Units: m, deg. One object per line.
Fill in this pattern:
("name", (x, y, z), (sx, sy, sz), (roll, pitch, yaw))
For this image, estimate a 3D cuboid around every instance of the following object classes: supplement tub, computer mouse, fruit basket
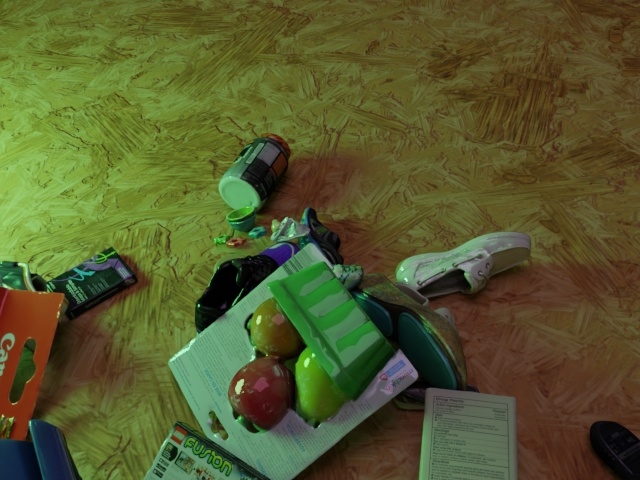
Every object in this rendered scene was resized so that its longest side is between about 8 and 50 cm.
("supplement tub", (-0.150, -0.164, 1.584), (0.116, 0.117, 0.190), (13, 47, 19))
("computer mouse", (0.505, 0.379, 1.023), (0.071, 0.041, 0.242), (-12, 48, -29))
("fruit basket", (-0.058, 0.223, 1.156), (0.353, 0.165, 0.327), (-43, 57, 4))

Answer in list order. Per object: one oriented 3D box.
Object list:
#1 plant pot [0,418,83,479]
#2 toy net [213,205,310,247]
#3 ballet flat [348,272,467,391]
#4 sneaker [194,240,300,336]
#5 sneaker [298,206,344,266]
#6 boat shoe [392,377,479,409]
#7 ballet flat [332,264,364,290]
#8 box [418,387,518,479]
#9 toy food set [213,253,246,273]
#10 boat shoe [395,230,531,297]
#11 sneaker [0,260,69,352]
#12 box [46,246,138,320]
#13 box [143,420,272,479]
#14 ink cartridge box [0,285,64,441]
("plant pot", (-0.442, 0.419, 0.963), (0.212, 0.236, 0.236), (-20, 45, -23))
("toy net", (-0.129, -0.028, 1.443), (0.232, 0.045, 0.122), (4, 29, 40))
("ballet flat", (0.170, 0.147, 1.203), (0.123, 0.123, 0.348), (-29, 33, -21))
("sneaker", (-0.137, 0.078, 1.318), (0.102, 0.146, 0.293), (24, 53, 27))
("sneaker", (0.000, 0.000, 1.450), (0.078, 0.067, 0.188), (1, 39, -23))
("boat shoe", (0.200, 0.265, 1.158), (0.152, 0.049, 0.056), (-3, 45, 3))
("ballet flat", (-0.005, 0.085, 1.289), (0.188, 0.070, 0.070), (-29, 36, 30))
("box", (0.214, 0.385, 0.985), (0.147, 0.121, 0.311), (5, 46, 12))
("toy food set", (-0.187, 0.061, 1.431), (0.082, 0.020, 0.083), (-15, 45, -9))
("boat shoe", (0.293, 0.064, 1.323), (0.277, 0.098, 0.096), (-17, 45, 3))
("sneaker", (-0.649, 0.102, 1.370), (0.321, 0.126, 0.127), (28, 65, 19))
("box", (-0.491, 0.089, 1.433), (0.162, 0.029, 0.116), (-34, 51, -23))
("box", (-0.175, 0.387, 1.059), (0.207, 0.036, 0.114), (24, 79, 27))
("ink cartridge box", (-0.692, 0.213, 1.213), (0.384, 0.091, 0.308), (4, 70, 12))
